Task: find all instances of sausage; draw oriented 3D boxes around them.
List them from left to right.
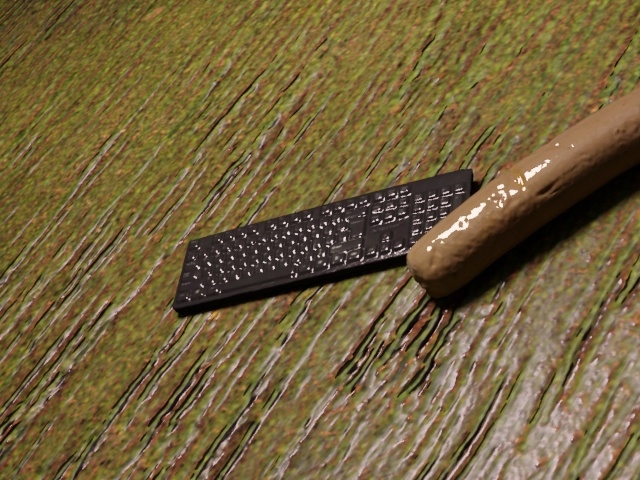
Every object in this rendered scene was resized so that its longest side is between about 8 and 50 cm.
[{"bbox_3d":[0.205,-0.052,1.226,0.301,0.066,0.066,-33,37,-1],"label":"sausage"}]

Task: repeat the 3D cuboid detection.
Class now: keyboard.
[{"bbox_3d":[0.000,0.000,1.353,0.309,0.018,0.101,-14,42,24],"label":"keyboard"}]
